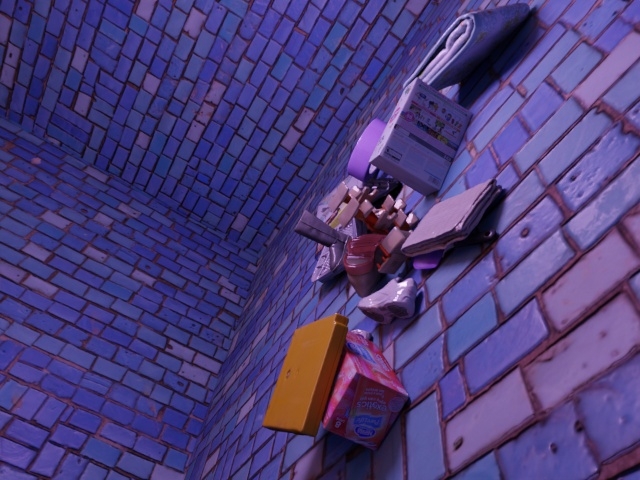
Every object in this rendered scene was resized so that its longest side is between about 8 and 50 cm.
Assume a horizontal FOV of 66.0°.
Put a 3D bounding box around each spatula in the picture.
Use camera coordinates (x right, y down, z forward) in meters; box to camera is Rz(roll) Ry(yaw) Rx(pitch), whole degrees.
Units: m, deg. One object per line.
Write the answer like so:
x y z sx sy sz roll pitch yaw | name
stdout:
0.327 0.018 1.222 0.084 0.030 0.296 -63 13 -23 | spatula

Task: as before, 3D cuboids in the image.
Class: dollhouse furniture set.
0.174 -0.037 1.494 0.135 0.262 0.259 -56 44 27 | dollhouse furniture set

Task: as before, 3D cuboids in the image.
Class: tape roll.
0.225 -0.393 2.175 0.274 0.090 0.275 -57 -12 -19 | tape roll

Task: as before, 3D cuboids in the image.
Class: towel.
0.329 -0.051 1.260 0.187 0.049 0.282 -48 7 -21 | towel
0.474 -0.632 1.650 0.321 0.090 0.374 -31 -5 -34 | towel

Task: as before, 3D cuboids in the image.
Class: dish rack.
0.093 0.034 2.006 0.333 0.072 0.285 -39 24 59 | dish rack

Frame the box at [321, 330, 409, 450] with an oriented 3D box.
0.078 0.344 1.205 0.154 0.142 0.300 -61 12 7 | box

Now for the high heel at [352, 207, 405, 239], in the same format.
0.198 -0.126 1.758 0.261 0.093 0.186 -31 50 43 | high heel

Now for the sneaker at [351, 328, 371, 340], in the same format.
0.083 0.313 1.441 0.170 0.068 0.071 -43 27 51 | sneaker

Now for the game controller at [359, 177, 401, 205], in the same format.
0.215 -0.193 1.990 0.166 0.067 0.319 -43 12 -3 | game controller

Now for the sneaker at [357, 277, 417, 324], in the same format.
0.192 0.158 1.349 0.232 0.090 0.115 -21 33 57 | sneaker

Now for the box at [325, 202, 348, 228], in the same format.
0.115 -0.135 2.236 0.232 0.058 0.087 -49 18 3 | box

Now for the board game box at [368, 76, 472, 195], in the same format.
0.323 -0.330 1.580 0.303 0.224 0.097 -63 10 -14 | board game box

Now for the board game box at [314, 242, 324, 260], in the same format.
0.039 -0.020 2.402 0.165 0.042 0.243 -54 14 27 | board game box

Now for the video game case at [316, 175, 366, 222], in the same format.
0.101 -0.213 2.465 0.329 0.036 0.300 -42 19 23 | video game case

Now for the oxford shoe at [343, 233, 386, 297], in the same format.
0.148 0.071 1.609 0.348 0.123 0.130 -48 -49 -63 | oxford shoe

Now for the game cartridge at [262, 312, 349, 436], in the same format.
-0.038 0.342 1.248 0.324 0.053 0.285 -36 31 62 | game cartridge

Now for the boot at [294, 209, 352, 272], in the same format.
-0.001 0.002 1.818 0.076 0.209 0.189 -45 20 49 | boot
